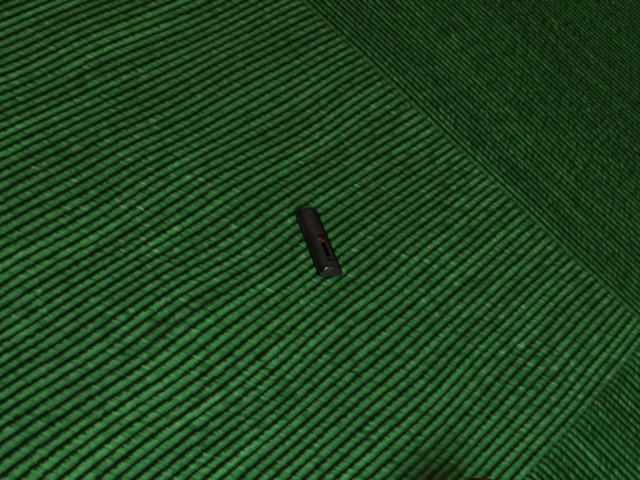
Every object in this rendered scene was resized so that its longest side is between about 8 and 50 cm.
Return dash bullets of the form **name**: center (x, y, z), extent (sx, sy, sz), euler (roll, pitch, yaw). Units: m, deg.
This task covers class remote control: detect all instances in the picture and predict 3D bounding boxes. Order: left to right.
- **remote control**: center (0.000, 0.000, 1.446), extent (0.034, 0.016, 0.091), euler (-5, 56, -28)

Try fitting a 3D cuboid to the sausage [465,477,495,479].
- **sausage**: center (0.102, 0.340, 1.142), extent (0.121, 0.121, 0.304), euler (40, 43, 4)
